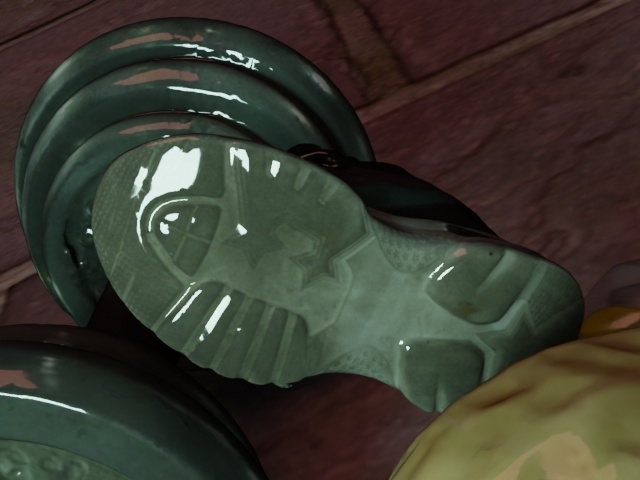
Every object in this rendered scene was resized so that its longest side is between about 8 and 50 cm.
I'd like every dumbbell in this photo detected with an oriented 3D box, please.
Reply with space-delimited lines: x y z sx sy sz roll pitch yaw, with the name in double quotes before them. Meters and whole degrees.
"dumbbell" -0.075 0.043 0.620 0.179 0.179 0.406 -19 23 16

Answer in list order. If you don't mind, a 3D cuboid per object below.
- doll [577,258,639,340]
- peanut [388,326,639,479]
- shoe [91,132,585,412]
"doll" 0.106 0.060 0.544 0.180 0.079 0.094 -41 -6 -20
"peanut" 0.139 0.057 0.442 0.290 0.130 0.130 -29 22 -24
"shoe" 0.000 0.000 0.521 0.071 0.169 0.099 -65 25 16
